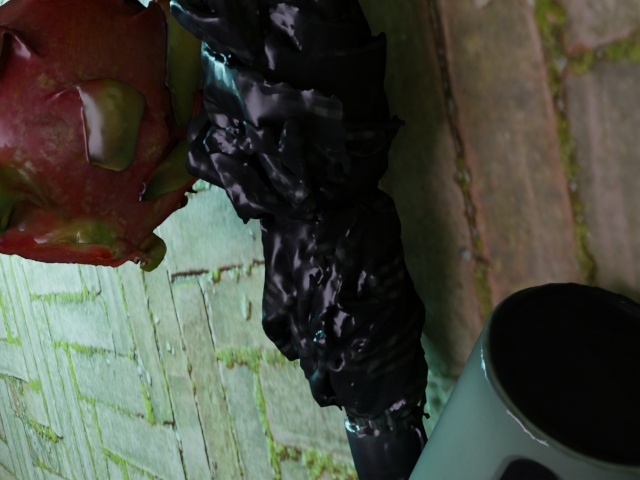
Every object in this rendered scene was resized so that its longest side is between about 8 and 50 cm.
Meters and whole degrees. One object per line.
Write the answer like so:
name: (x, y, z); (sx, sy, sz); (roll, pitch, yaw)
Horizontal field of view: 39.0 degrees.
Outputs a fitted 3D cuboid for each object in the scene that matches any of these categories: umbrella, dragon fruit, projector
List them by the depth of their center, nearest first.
projector: (0.088, 0.173, 0.500); (0.108, 0.108, 0.338); (52, 143, 33)
umbrella: (-0.004, -0.005, 0.555); (0.154, 0.128, 0.337); (-117, 13, -63)
dragon fruit: (-0.202, -0.117, 0.723); (0.243, 0.227, 0.307); (-53, 45, 12)
